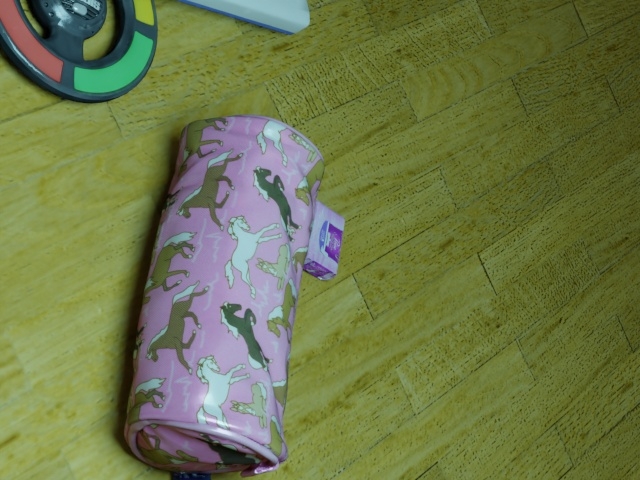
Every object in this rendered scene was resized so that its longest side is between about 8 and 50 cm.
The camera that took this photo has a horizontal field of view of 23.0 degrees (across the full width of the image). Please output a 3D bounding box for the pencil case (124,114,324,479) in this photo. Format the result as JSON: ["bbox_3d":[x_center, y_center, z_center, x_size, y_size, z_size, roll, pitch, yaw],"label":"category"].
[{"bbox_3d":[-0.093,0.053,1.620,0.167,0.160,0.386,69,24,-57],"label":"pencil case"}]

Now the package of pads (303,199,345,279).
[{"bbox_3d":[0.000,0.000,1.836,0.050,0.032,0.083,31,53,-34],"label":"package of pads"}]

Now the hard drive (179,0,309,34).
[{"bbox_3d":[-0.147,-0.362,1.789,0.318,0.040,0.210,9,62,-51],"label":"hard drive"}]

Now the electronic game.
[{"bbox_3d":[-0.262,-0.253,1.646,0.229,0.048,0.229,21,59,-41],"label":"electronic game"}]
